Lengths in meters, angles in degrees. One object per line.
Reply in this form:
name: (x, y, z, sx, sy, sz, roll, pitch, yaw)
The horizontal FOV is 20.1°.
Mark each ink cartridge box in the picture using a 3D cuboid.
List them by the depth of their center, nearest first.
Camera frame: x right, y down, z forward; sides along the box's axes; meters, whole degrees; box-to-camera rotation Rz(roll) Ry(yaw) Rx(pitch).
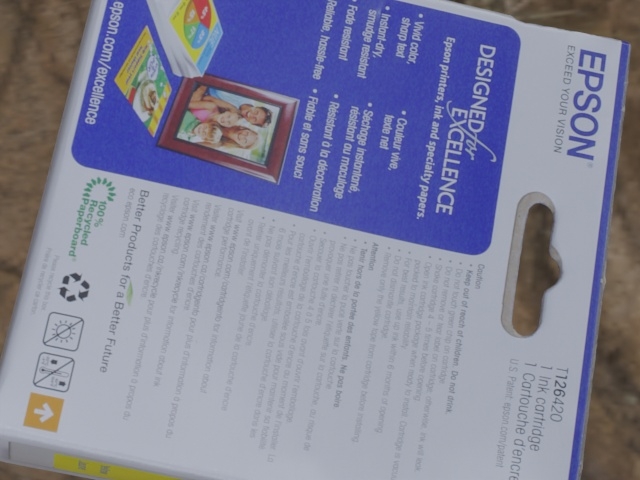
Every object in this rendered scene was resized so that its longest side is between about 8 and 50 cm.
ink cartridge box: (0.000, 0.000, 0.991, 0.307, 0.072, 0.304, 13, 68, -6)
